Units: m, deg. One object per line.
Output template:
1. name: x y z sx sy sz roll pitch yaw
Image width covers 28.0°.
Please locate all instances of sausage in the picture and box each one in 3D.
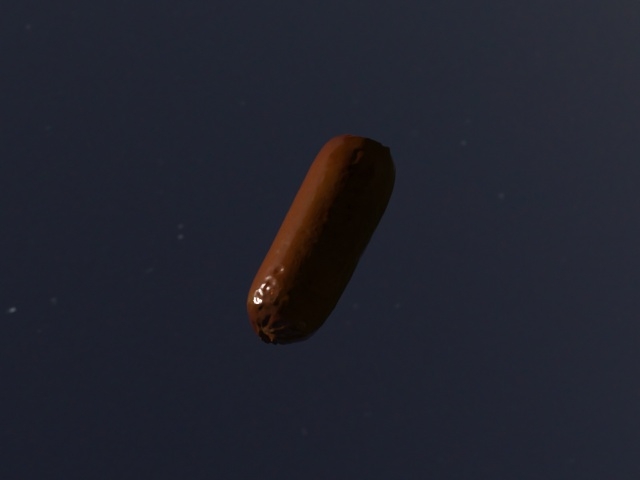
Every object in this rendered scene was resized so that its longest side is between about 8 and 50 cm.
1. sausage: 0.000 0.000 1.088 0.076 0.076 0.197 42 -113 -38
